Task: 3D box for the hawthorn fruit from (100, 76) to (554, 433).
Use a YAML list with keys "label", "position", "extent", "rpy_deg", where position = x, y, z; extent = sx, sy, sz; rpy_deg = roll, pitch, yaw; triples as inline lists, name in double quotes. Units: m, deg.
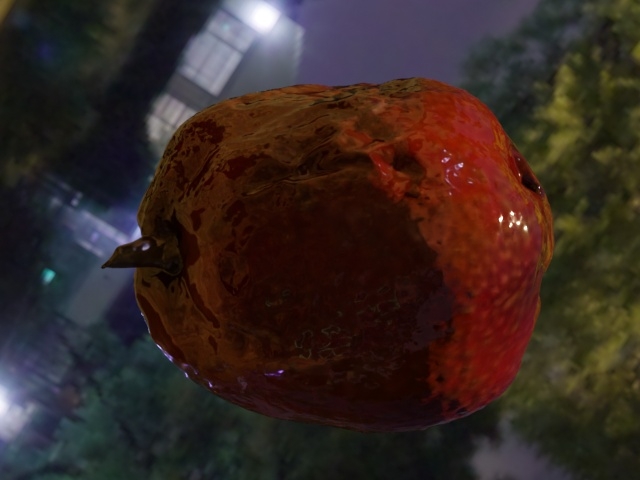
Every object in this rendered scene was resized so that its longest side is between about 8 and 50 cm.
- label: "hawthorn fruit"
  position: [0.012, 0.000, 0.617]
  extent: [0.173, 0.179, 0.173]
  rpy_deg: [21, 90, -90]
